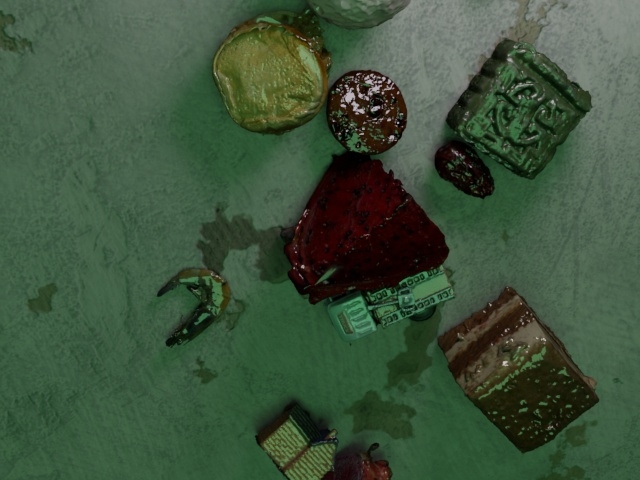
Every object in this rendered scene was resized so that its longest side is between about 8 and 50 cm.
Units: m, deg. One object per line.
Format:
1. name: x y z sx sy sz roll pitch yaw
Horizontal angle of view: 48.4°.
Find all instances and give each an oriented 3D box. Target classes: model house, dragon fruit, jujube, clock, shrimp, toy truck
1. model house: -0.046 0.518 1.827 0.172 0.166 0.183 -43 95 -6
2. dragon fruit: 0.078 -0.002 1.608 0.329 0.286 0.228 -45 135 5
3. dragon fruit: 0.100 0.665 1.863 0.147 0.211 0.282 39 94 -25
4. jujube: 0.329 -0.161 1.637 0.104 0.104 0.166 -41 118 9
5. clock: 0.250 0.165 1.789 0.085 0.017 0.085 -2 111 -6
6. shrimp: -0.319 0.157 1.708 0.150 0.051 0.217 42 93 -15
7. shrimp: 0.000 -0.001 1.672 0.190 0.073 0.075 2 115 -2
8. toy truck: 0.160 0.131 1.678 0.305 0.162 0.136 -24 102 3

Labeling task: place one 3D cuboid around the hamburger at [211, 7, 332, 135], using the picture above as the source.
1. hamburger: -0.097 -0.355 1.489 0.243 0.146 0.286 25 112 -8

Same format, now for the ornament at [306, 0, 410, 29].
1. ornament: 0.072 -0.545 1.390 0.259 0.225 0.260 -2 112 -6

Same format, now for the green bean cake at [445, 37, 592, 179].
1. green bean cake: 0.443 -0.291 1.585 0.241 0.132 0.255 35 103 -13

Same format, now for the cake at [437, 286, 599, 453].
1. cake: 0.476 0.308 1.730 0.255 0.290 0.282 -42 106 8

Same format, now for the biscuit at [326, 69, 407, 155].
1. biscuit: 0.100 -0.281 1.559 0.192 0.049 0.192 1 86 -10
